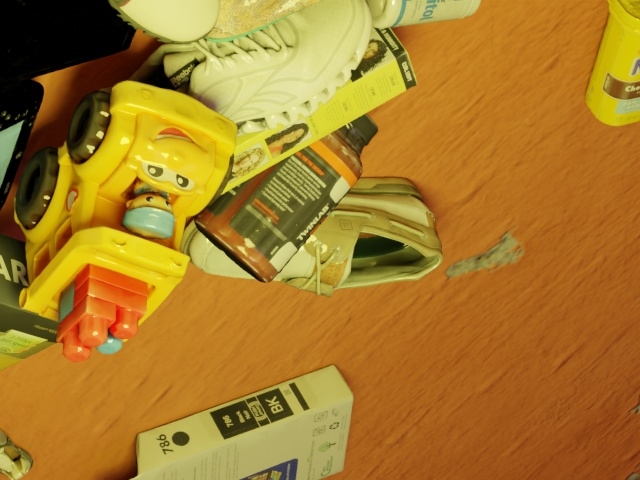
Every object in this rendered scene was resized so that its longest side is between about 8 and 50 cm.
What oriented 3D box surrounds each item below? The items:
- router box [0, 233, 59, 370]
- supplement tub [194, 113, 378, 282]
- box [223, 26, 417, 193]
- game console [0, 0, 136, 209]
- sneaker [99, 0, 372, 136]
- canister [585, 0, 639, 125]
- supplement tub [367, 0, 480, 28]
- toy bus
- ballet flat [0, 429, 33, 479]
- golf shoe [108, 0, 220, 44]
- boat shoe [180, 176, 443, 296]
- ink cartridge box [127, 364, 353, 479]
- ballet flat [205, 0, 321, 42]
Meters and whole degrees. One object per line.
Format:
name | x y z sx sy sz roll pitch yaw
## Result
router box | -0.411 0.060 1.843 0.243 0.081 0.309 -26 152 28
supplement tub | -0.029 -0.060 2.015 0.198 0.106 0.106 -49 146 -5
box | -0.027 -0.139 1.957 0.232 0.087 0.058 -29 144 -3
game console | -0.275 -0.123 1.784 0.213 0.044 0.361 -22 153 -39
sneaker | -0.083 -0.156 1.864 0.292 0.110 0.118 -32 149 -1
canister | 0.363 -0.212 2.186 0.126 0.073 0.170 -18 145 -20
supplement tub | 0.095 -0.245 1.931 0.107 0.071 0.071 -11 141 -28
toy bus | -0.178 -0.002 1.773 0.149 0.211 0.220 22 136 -26
ballet flat | -0.351 0.248 2.234 0.041 0.041 0.114 -32 147 0
golf shoe | -0.130 -0.258 1.626 0.105 0.120 0.273 -45 138 -22
boat shoe | 0.000 0.000 2.138 0.302 0.103 0.113 -9 140 -30
ink cartridge box | -0.123 0.270 2.423 0.333 0.065 0.165 -19 144 -21
ballet flat | 0.017 -0.278 1.801 0.316 0.107 0.106 -27 139 -10
